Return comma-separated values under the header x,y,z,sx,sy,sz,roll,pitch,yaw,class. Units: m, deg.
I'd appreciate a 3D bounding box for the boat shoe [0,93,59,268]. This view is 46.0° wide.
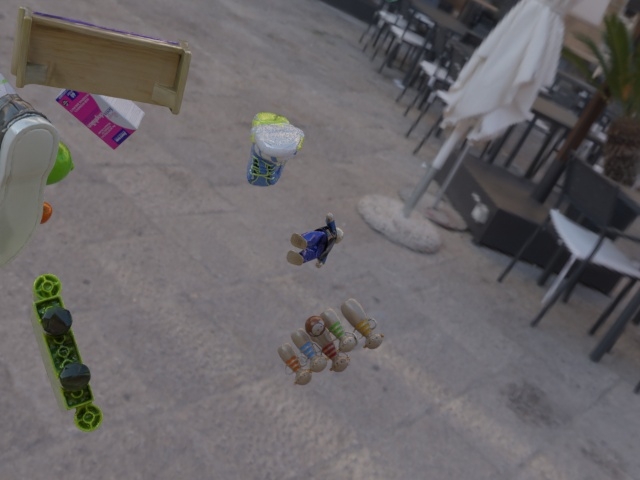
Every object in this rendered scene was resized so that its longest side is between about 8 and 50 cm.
x,y,z,sx,sy,sz,roll,pitch,yaw,class
-0.483,-0.079,1.146,0.091,0.305,0.109,45,33,22,boat shoe

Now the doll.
x,y,z,sx,sy,sz,roll,pitch,yaw,class
0.000,0.000,1.610,0.046,0.129,0.189,22,19,24,doll

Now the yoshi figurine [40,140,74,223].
x,y,z,sx,sy,sz,roll,pitch,yaw,class
-0.687,-0.134,1.798,0.203,0.362,0.203,-4,56,-27,yoshi figurine

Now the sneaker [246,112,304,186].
x,y,z,sx,sy,sz,roll,pitch,yaw,class
-0.081,-0.140,1.296,0.091,0.126,0.240,7,19,-6,sneaker

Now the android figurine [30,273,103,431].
x,y,z,sx,sy,sz,roll,pitch,yaw,class
-0.399,0.179,1.171,0.056,0.273,0.248,-18,83,-23,android figurine

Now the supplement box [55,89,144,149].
x,y,z,sx,sy,sz,roll,pitch,yaw,class
-0.642,-0.392,2.212,0.220,0.111,0.114,42,26,-26,supplement box

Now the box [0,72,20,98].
x,y,z,sx,sy,sz,roll,pitch,yaw,class
-0.584,-0.220,1.275,0.145,0.038,0.186,-25,37,-21,box

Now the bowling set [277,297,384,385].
x,y,z,sx,sy,sz,roll,pitch,yaw,class
0.010,0.280,1.985,0.154,0.287,0.200,55,6,12,bowling set

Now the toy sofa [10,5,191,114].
x,y,z,sx,sy,sz,roll,pitch,yaw,class
-0.477,-0.398,1.654,0.363,0.150,0.177,7,25,-24,toy sofa
